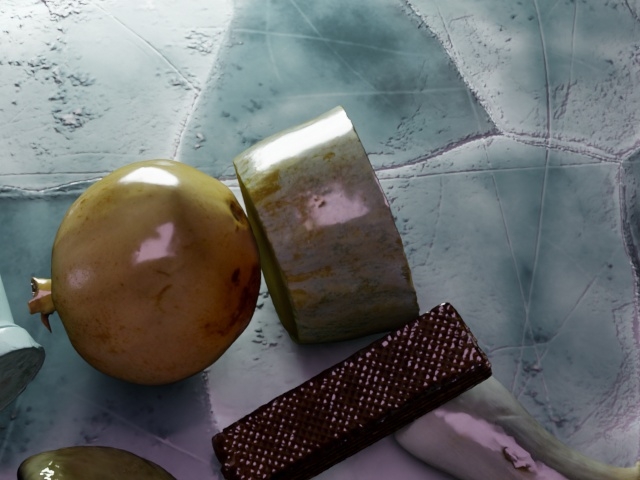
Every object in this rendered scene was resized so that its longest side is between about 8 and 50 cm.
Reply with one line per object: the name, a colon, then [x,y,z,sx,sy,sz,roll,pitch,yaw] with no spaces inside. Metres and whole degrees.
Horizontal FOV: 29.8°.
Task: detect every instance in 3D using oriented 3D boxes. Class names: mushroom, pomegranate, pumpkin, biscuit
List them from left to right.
mushroom: [-0.248,0.372,1.513,0.212,0.217,0.292,-15,66,-16]
pomegranate: [-0.240,0.046,1.635,0.319,0.319,0.319,2,64,-5]
pumpkin: [0.000,0.000,1.677,0.199,0.332,0.332,-23,68,-1]
biscuit: [0.040,0.224,1.620,0.388,0.073,0.107,-30,63,5]
mushroom: [0.304,0.305,1.654,0.397,0.126,0.177,33,57,14]

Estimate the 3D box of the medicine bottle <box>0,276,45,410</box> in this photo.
medicine bottle: [-0.531,0.103,1.605,0.245,0.245,0.290,-39,75,-21]
